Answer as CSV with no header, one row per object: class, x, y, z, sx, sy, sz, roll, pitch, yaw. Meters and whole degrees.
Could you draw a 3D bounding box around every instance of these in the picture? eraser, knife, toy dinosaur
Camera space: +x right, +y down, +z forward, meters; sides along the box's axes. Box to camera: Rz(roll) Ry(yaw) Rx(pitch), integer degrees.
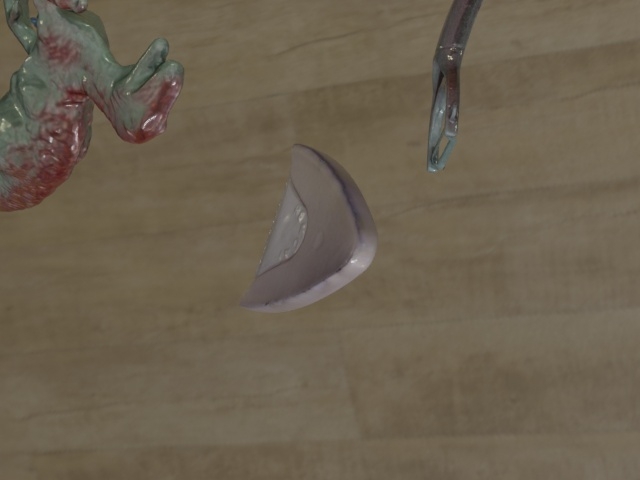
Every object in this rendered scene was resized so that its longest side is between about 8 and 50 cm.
eraser,0.001,0.001,1.408,0.059,0.243,0.204,21,88,-28
knife,0.148,-0.210,1.211,0.053,0.123,0.278,21,74,-3
toy dinosaur,-0.147,-0.055,0.656,0.167,0.053,0.242,55,135,25

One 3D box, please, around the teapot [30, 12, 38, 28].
teapot,-0.309,-0.232,1.501,0.063,0.049,0.083,-21,88,-3
